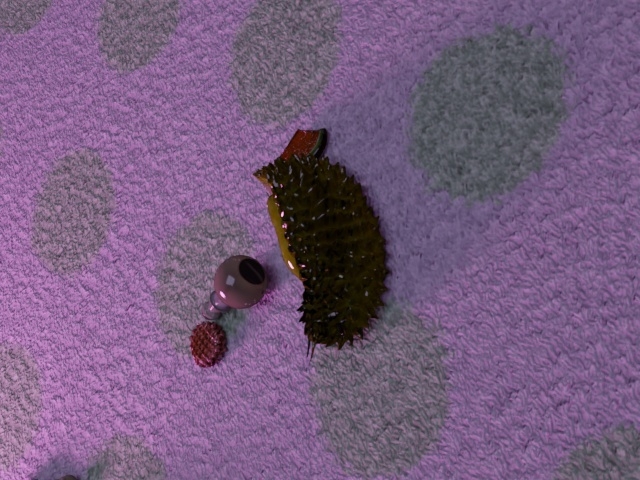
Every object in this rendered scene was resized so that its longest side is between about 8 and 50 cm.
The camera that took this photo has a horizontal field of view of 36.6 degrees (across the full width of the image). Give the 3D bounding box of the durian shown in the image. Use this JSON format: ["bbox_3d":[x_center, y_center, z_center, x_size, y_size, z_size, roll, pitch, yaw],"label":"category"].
[{"bbox_3d":[0.000,0.000,1.542,0.169,0.158,0.351,118,136,-58],"label":"durian"}]

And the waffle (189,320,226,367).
[{"bbox_3d":[-0.200,0.181,1.701,0.075,0.029,0.083,-24,64,32],"label":"waffle"}]

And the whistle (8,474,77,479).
[{"bbox_3d":[-0.576,0.521,1.909,0.258,0.067,0.126,-28,77,27],"label":"whistle"}]

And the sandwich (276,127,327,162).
[{"bbox_3d":[-0.027,-0.154,1.635,0.101,0.026,0.069,-53,49,13],"label":"sandwich"}]

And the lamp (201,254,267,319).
[{"bbox_3d":[-0.157,0.090,1.659,0.163,0.091,0.091,-42,56,44],"label":"lamp"}]
